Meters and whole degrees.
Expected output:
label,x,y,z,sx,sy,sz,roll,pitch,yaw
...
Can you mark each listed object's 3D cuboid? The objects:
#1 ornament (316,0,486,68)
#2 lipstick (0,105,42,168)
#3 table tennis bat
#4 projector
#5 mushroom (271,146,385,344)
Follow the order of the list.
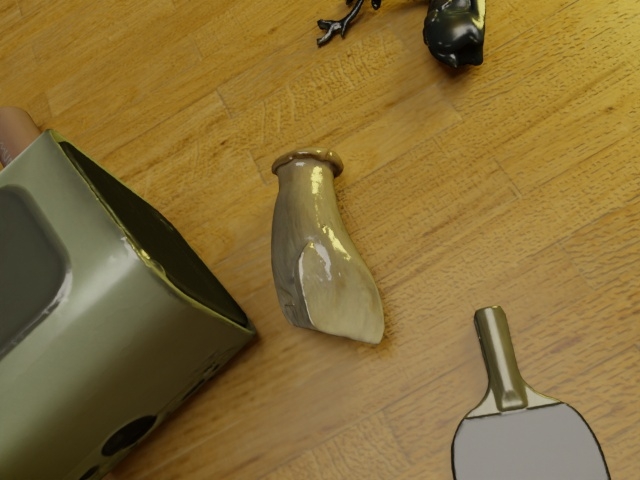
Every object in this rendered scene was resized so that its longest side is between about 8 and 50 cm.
label,x,y,z,sx,sy,sz,roll,pitch,yaw
ornament,0.090,-0.294,0.726,0.235,0.080,0.202,0,66,14
lipstick,-0.397,-0.090,0.796,0.070,0.070,0.254,-41,63,-2
table tennis bat,0.188,0.184,0.537,0.138,0.022,0.247,-14,67,12
projector,-0.255,0.078,0.586,0.249,0.249,0.248,-43,64,-3
mushroom,-0.006,0.008,0.627,0.108,0.096,0.247,-31,57,32
